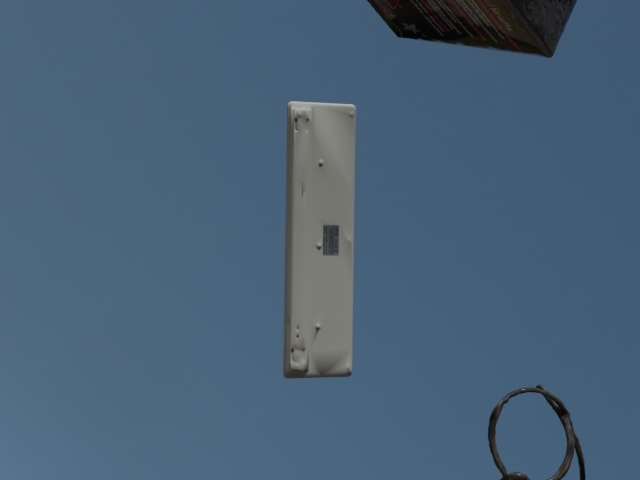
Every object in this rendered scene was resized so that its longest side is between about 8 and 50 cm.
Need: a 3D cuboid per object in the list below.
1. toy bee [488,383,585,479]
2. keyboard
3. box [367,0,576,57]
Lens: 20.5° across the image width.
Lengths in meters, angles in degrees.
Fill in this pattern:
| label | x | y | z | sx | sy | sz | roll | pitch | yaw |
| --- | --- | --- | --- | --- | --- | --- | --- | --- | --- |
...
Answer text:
| label | x | y | z | sx | sy | sz | roll | pitch | yaw |
| --- | --- | --- | --- | --- | --- | --- | --- | --- | --- |
| toy bee | 0.226 | 0.223 | 1.187 | 0.298 | 0.195 | 0.162 | 60 | -21 | 10 |
| keyboard | 0.000 | 0.000 | 1.645 | 0.014 | 0.072 | 0.256 | 2 | -89 | 56 |
| box | 0.086 | -0.259 | 1.201 | 0.142 | 0.163 | 0.247 | 14 | -18 | 37 |
